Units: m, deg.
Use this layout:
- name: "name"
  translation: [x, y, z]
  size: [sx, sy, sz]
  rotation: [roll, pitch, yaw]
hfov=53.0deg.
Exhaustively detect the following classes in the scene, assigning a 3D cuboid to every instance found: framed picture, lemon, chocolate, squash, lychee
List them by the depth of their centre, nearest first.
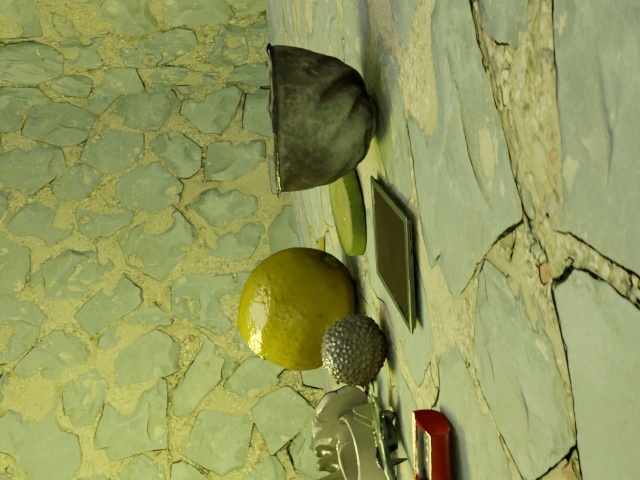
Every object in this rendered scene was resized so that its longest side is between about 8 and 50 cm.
- name: "framed picture"
  translation: [0.143, 0.016, 1.260]
  size: [0.296, 0.019, 0.232]
  rotation: [-112, 15, -68]
- name: "chocolate"
  translation: [0.004, -0.238, 1.270]
  size: [0.303, 0.213, 0.303]
  rotation: [176, 90, -84]
- name: "lychee"
  translation: [0.076, 0.267, 1.530]
  size: [0.197, 0.165, 0.165]
  rotation: [-54, 34, 33]
- name: "squash"
  translation: [0.069, -0.082, 1.660]
  size: [0.252, 0.049, 0.251]
  rotation: [171, 90, -83]
- name: "lemon"
  translation: [-0.054, 0.172, 1.885]
  size: [0.364, 0.365, 0.363]
  rotation: [172, 90, -84]

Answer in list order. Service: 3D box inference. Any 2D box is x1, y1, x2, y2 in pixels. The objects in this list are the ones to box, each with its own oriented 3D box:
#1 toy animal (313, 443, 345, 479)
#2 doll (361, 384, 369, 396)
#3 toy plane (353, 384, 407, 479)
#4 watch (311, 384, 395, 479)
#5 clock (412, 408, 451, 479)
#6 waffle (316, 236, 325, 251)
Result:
- name: "toy animal"
  translation: [0.076, 0.733, 1.901]
  size: [0.308, 0.266, 0.188]
  rotation: [-2, 111, 52]
- name: "doll"
  translation: [0.122, 0.380, 1.801]
  size: [0.169, 0.057, 0.109]
  rotation: [69, -159, -45]
- name: "toy plane"
  translation: [0.156, 0.475, 1.518]
  size: [0.192, 0.088, 0.262]
  rotation: [80, 167, -46]
- name: "watch"
  translation: [0.092, 0.532, 1.703]
  size: [0.231, 0.196, 0.244]
  rotation: [-115, 23, -50]
- name: "clock"
  translation: [0.195, 0.375, 1.094]
  size: [0.113, 0.061, 0.155]
  rotation: [-135, 40, -80]
- name: "waffle"
  translation: [0.000, 0.000, 2.523]
  size: [0.152, 0.024, 0.097]
  rotation: [87, 171, -54]
